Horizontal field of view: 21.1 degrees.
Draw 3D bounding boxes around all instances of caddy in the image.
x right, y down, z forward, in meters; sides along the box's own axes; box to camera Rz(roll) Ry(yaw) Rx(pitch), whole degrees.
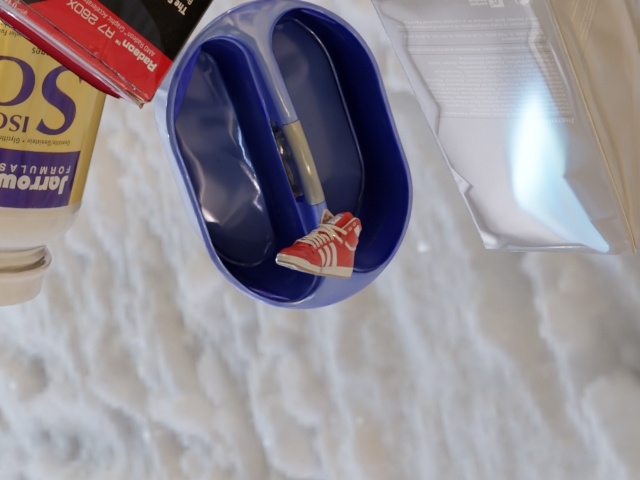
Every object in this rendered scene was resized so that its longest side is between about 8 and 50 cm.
[{"bbox_3d":[-0.040,-0.095,1.852,0.179,0.241,0.341,30,141,69],"label":"caddy"}]

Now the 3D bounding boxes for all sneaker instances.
[{"bbox_3d":[0.000,0.000,1.690,0.042,0.118,0.067,18,95,31],"label":"sneaker"}]

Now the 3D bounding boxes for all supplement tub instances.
[{"bbox_3d":[-0.305,-0.132,1.474,0.241,0.241,0.331,35,114,57],"label":"supplement tub"}]

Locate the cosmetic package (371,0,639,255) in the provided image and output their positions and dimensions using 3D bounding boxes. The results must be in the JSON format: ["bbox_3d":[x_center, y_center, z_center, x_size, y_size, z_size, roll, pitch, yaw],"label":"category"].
[{"bbox_3d":[0.117,-0.106,0.945,0.238,0.107,0.127,65,-145,-49],"label":"cosmetic package"}]

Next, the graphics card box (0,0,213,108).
[{"bbox_3d":[-0.099,-0.292,0.960,0.094,0.233,0.371,23,80,54],"label":"graphics card box"}]
